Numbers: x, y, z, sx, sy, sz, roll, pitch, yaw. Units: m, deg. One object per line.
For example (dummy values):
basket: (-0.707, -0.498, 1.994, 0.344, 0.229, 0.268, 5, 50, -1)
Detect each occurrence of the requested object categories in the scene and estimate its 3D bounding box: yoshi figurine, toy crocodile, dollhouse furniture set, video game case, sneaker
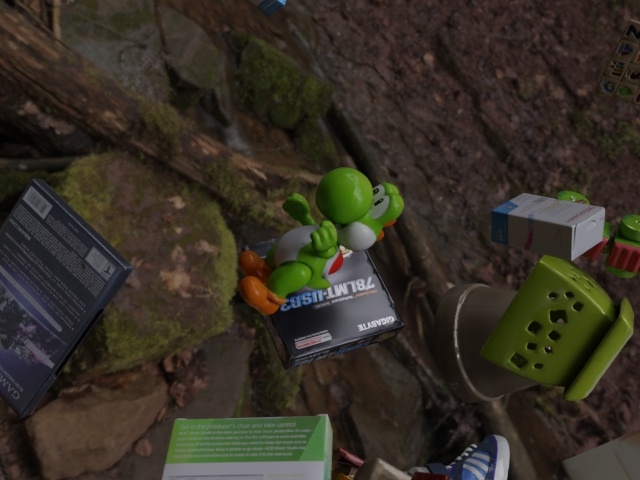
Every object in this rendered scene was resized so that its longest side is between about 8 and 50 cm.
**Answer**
yoshi figurine: (-0.017, -0.022, 1.294, 0.203, 0.362, 0.203, 58, 12, 12)
toy crocodile: (0.546, -0.002, 1.293, 0.341, 0.115, 0.105, 22, 39, 16)
dollhouse furniture set: (0.078, 0.464, 1.082, 0.152, 0.374, 0.201, 31, 66, -8)
video game case: (-0.404, 0.080, 0.914, 0.196, 0.274, 0.026, 41, 13, 14)
sneaker: (0.298, 0.534, 1.501, 0.236, 0.130, 0.323, 14, 27, 12)

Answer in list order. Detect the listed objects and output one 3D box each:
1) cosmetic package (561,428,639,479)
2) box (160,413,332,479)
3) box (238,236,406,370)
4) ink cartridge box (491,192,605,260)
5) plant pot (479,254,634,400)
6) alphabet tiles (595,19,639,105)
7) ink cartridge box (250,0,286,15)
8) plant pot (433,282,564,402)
cosmetic package: (0.429, 0.400, 0.787, 0.153, 0.129, 0.296, 49, 18, -41)
box: (-0.105, 0.385, 0.852, 0.058, 0.232, 0.322, 78, 12, -46)
box: (0.001, 0.116, 1.485, 0.296, 0.073, 0.293, -12, 59, -25)
ink cartridge box: (0.308, -0.021, 0.891, 0.088, 0.122, 0.052, -24, 116, -37)
plant pot: (0.475, 0.169, 1.285, 0.207, 0.227, 0.228, 33, 18, 19)
alphabet tiles: (0.714, -0.387, 1.348, 0.198, 0.237, 0.009, 20, 32, 5)
ink cartridge box: (-0.141, -0.551, 1.304, 0.181, 0.061, 0.104, 29, 69, -29)
plant pot: (0.501, 0.259, 1.699, 0.323, 0.280, 0.323, 13, 72, -44)
